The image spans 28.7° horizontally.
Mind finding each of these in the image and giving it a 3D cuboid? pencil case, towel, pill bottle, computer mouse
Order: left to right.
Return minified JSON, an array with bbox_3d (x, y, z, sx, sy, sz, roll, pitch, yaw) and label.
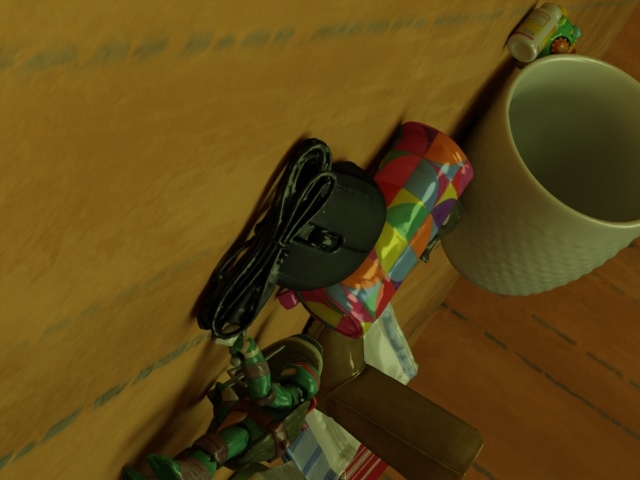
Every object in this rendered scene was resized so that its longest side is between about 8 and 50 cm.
[{"bbox_3d":[0.000,0.000,1.106,0.188,0.072,0.272,-59,170,13],"label":"computer mouse"},{"bbox_3d":[0.036,0.221,1.818,0.285,0.034,0.209,-49,134,-29],"label":"towel"},{"bbox_3d":[0.054,0.269,1.955,0.199,0.031,0.274,-33,119,-65],"label":"towel"},{"bbox_3d":[0.060,-0.012,1.293,0.236,0.104,0.104,-51,169,-18],"label":"pencil case"},{"bbox_3d":[0.281,-0.273,1.629,0.083,0.043,0.043,-50,169,-27],"label":"pill bottle"}]

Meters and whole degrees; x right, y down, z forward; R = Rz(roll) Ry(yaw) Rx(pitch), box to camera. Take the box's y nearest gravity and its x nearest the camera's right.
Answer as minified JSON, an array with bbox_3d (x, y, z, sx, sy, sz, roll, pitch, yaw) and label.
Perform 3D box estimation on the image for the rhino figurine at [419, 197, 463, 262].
[{"bbox_3d":[0.139,-0.038,1.648,0.106,0.073,0.243,-52,169,1],"label":"rhino figurine"}]

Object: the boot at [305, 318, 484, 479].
[{"bbox_3d":[0.098,0.195,1.628,0.089,0.269,0.236,-49,169,-44],"label":"boot"}]

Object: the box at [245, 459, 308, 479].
[{"bbox_3d":[-0.156,0.339,1.247,0.322,0.058,0.232,-36,170,2],"label":"box"}]

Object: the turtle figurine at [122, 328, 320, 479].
[{"bbox_3d":[-0.075,0.161,1.182,0.234,0.118,0.175,-41,164,-35],"label":"turtle figurine"}]

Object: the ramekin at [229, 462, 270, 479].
[{"bbox_3d":[-0.122,0.481,1.880,0.303,0.148,0.303,-53,170,-13],"label":"ramekin"}]

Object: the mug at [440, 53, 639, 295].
[{"bbox_3d":[0.350,-0.089,1.836,0.374,0.276,0.328,-34,169,-32],"label":"mug"}]

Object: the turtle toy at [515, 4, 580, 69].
[{"bbox_3d":[0.330,-0.271,1.803,0.095,0.066,0.130,-47,167,-39],"label":"turtle toy"}]

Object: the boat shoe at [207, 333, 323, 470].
[{"bbox_3d":[-0.058,0.169,1.392,0.223,0.080,0.073,-56,177,38],"label":"boat shoe"}]
